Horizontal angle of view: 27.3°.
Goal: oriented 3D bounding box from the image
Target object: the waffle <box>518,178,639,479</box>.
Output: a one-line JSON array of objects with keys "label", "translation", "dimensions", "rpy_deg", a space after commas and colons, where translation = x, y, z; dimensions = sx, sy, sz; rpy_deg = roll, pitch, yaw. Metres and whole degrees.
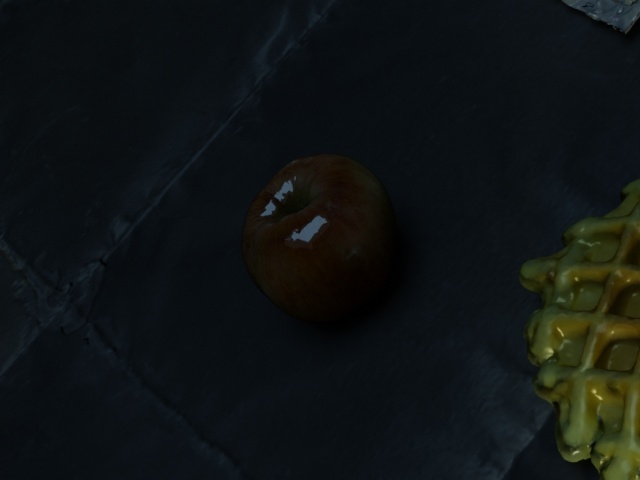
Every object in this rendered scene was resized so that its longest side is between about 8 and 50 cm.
[{"label": "waffle", "translation": [0.243, 0.048, 0.818], "dimensions": [0.250, 0.056, 0.261], "rpy_deg": [-34, 44, 9]}]

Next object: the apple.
[{"label": "apple", "translation": [0.003, -0.001, 1.002], "dimensions": [0.126, 0.102, 0.126], "rpy_deg": [-25, 41, 25]}]

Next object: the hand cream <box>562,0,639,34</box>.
[{"label": "hand cream", "translation": [0.192, -0.247, 1.105], "dimensions": [0.084, 0.050, 0.257], "rpy_deg": [-47, 48, -2]}]
